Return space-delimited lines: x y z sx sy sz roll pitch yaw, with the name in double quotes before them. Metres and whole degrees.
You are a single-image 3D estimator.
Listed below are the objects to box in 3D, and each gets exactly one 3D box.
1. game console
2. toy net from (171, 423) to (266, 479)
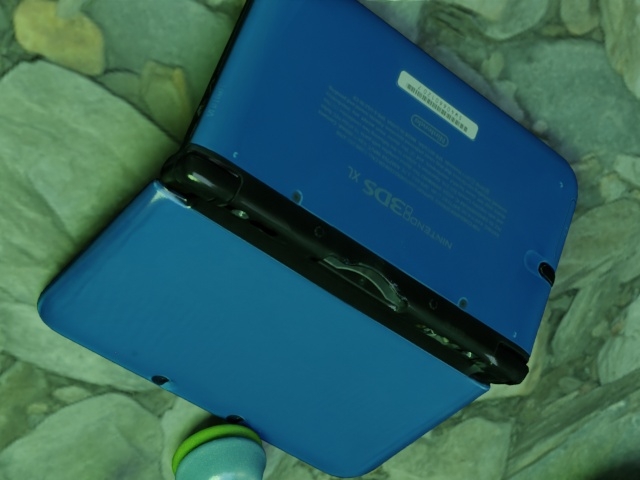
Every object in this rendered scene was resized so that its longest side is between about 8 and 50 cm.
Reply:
"game console" 0.000 0.000 0.847 0.293 0.173 0.250 33 66 -27
"toy net" -0.145 0.210 0.872 0.232 0.045 0.122 -15 135 -10
